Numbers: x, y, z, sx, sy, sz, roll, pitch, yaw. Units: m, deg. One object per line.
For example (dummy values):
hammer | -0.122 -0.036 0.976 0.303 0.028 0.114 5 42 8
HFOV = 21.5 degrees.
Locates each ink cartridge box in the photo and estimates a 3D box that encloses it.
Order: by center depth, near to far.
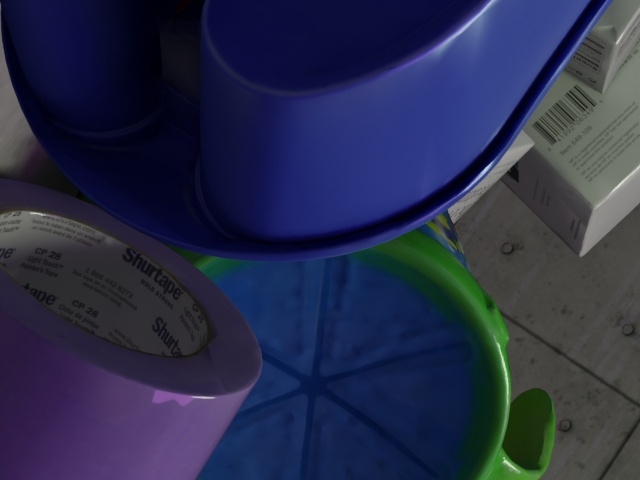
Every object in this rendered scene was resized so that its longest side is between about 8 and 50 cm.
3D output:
ink cartridge box | 0.239 -0.162 1.677 0.198 0.270 0.197 -42 166 -6

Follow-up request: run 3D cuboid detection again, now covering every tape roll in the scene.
tape roll | -0.130 0.051 0.862 0.080 0.189 0.189 -59 171 18

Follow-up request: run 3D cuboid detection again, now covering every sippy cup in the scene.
sippy cup | 0.001 0.043 1.074 0.240 0.305 0.224 -16 -155 11

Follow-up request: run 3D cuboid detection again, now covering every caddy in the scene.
caddy | 0.009 -0.155 0.709 0.341 0.241 0.179 -53 164 -16

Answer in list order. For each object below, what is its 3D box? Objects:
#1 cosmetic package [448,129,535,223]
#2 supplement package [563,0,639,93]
cosmetic package | 0.000 0.000 1.386 0.284 0.097 0.377 -44 169 23
supplement package | 0.248 -0.309 1.534 0.262 0.204 0.145 -55 168 -9
